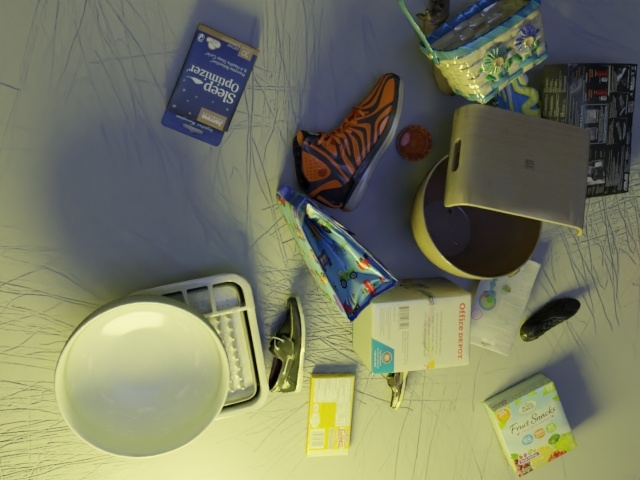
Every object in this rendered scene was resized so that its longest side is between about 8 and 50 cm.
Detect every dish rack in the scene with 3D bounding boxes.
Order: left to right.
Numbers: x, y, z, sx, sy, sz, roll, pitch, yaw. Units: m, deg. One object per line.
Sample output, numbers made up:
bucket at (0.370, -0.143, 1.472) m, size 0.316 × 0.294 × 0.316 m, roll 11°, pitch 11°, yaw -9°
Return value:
dish rack at (-0.276, 0.241, 1.603) m, size 0.286 × 0.072 × 0.332 m, roll -12°, pitch 104°, yaw -11°

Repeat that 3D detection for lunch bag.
lunch bag at (0.000, 0.000, 1.536) m, size 0.138 × 0.221 × 0.293 m, roll -40°, pitch 107°, yaw -3°

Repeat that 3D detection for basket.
basket at (0.317, -0.448, 1.450) m, size 0.255 × 0.201 × 0.289 m, roll -37°, pitch 113°, yaw -2°

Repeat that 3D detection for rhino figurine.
rhino figurine at (0.279, -0.434, 1.587) m, size 0.106 × 0.073 × 0.243 m, roll -25°, pitch 104°, yaw -10°

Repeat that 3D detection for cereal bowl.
cereal bowl at (-0.361, 0.263, 1.480) m, size 0.339 × 0.141 × 0.338 m, roll -3°, pitch 103°, yaw -12°

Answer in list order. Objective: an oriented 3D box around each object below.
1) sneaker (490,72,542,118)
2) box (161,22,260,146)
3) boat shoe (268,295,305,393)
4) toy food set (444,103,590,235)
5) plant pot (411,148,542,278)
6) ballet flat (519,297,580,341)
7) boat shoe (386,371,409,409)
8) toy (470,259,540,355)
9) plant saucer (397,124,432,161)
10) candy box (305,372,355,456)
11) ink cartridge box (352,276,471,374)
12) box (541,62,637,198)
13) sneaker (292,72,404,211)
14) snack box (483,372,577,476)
sneaker at (0.422, -0.314, 1.634) m, size 0.240 × 0.091 × 0.126 m, roll 40°, pitch 91°, yaw -18°
box at (-0.232, -0.322, 1.516) m, size 0.137 × 0.036 × 0.225 m, roll 21°, pitch 97°, yaw -16°
boat shoe at (-0.077, 0.239, 1.641) m, size 0.079 × 0.084 × 0.232 m, roll 3°, pitch 104°, yaw -14°
toy food set at (0.417, -0.144, 1.510) m, size 0.306 × 0.092 × 0.219 m, roll 11°, pitch 77°, yaw -7°
plant pot at (0.314, -0.045, 1.596) m, size 0.284 × 0.191 × 0.283 m, roll 3°, pitch 79°, yaw -17°
ballet flat at (0.572, 0.195, 1.803) m, size 0.173 × 0.057 × 0.049 m, roll -28°, pitch 147°, yaw -5°
boat shoe at (0.182, 0.332, 1.737) m, size 0.049 × 0.056 × 0.152 m, roll 10°, pitch 95°, yaw -4°
toy at (0.428, 0.144, 1.749) m, size 0.137 × 0.056 × 0.237 m, roll 20°, pitch 92°, yaw -12°
plant saucer at (0.214, -0.222, 1.646) m, size 0.084 × 0.013 × 0.083 m, roll -2°, pitch 101°, yaw -12°
candy box at (0.022, 0.419, 1.729) m, size 0.105 × 0.027 × 0.205 m, roll 1°, pitch 101°, yaw -15°
ink cartridge box at (0.205, 0.188, 1.648) m, size 0.233 × 0.168 × 0.171 m, roll -3°, pitch 103°, yaw -12°
box at (0.614, -0.250, 1.657) m, size 0.243 × 0.077 × 0.307 m, roll -9°, pitch 104°, yaw -31°
sneaker at (0.050, -0.230, 1.550) m, size 0.180 × 0.124 × 0.320 m, roll 21°, pitch 96°, yaw -17°
snack box at (0.533, 0.468, 1.831) m, size 0.175 × 0.070 × 0.207 m, roll -26°, pitch 104°, yaw -6°
